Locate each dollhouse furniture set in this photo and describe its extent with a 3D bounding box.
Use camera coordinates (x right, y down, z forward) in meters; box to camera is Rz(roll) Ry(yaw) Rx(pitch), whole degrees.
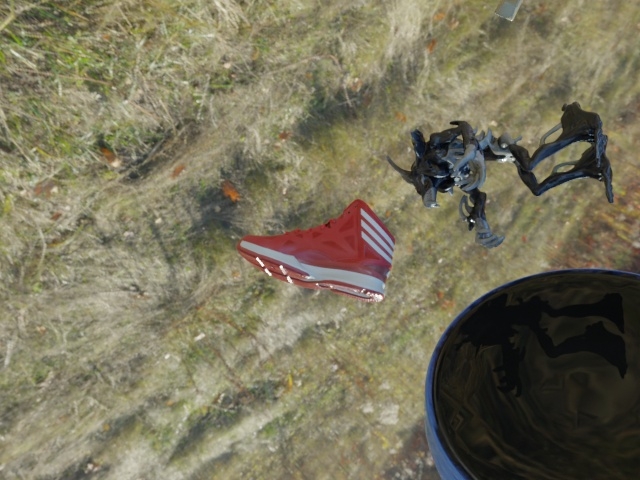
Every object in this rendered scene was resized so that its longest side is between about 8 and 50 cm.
[{"bbox_3d":[0.295,-0.401,0.838,0.114,0.091,0.081,-60,174,-22],"label":"dollhouse furniture set"}]

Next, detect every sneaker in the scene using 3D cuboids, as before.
[{"bbox_3d":[0.000,0.000,0.708,0.087,0.221,0.128,73,36,-67],"label":"sneaker"}]

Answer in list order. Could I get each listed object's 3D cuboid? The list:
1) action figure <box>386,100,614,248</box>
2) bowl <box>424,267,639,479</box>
[{"bbox_3d":[0.214,-0.083,0.647,0.164,0.276,0.141,45,49,-43],"label":"action figure"},{"bbox_3d":[0.312,0.185,0.597,0.391,0.391,0.077,-42,127,-20],"label":"bowl"}]
